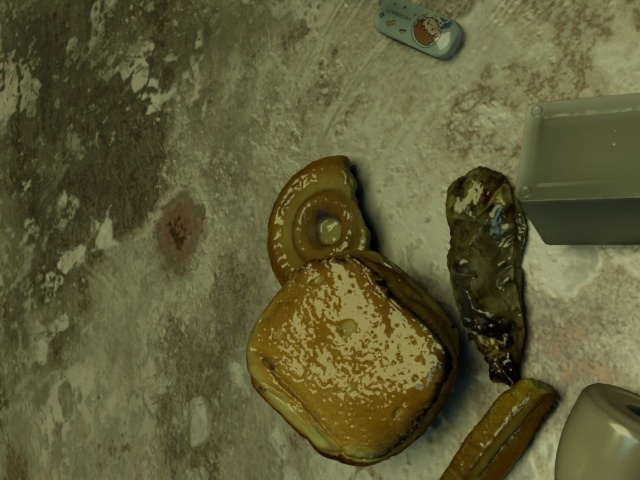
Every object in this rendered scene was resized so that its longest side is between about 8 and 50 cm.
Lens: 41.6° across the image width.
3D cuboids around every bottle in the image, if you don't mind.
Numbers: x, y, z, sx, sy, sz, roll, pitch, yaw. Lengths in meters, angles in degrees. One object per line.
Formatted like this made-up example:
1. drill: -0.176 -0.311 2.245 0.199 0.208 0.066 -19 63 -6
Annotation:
1. bottle: 0.357 0.316 1.076 0.148 0.148 0.236 34 109 37

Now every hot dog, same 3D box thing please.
1. hot dog: 0.231 0.312 1.212 0.289 0.083 0.068 -54 35 15

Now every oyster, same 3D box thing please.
1. oyster: 0.252 0.048 1.259 0.129 0.079 0.344 -13 70 26

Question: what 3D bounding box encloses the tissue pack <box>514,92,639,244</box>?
1. tissue pack: 0.397 -0.093 1.099 0.246 0.136 0.159 0 66 33

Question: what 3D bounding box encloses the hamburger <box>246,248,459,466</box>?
1. hamburger: 0.055 0.172 1.276 0.304 0.174 0.284 45 113 11

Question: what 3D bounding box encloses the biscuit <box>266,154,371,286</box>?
1. biscuit: -0.001 0.000 1.445 0.213 0.091 0.274 -34 64 25

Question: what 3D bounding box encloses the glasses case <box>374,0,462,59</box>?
1. glasses case: 0.163 -0.360 1.424 0.178 0.045 0.067 35 102 36
